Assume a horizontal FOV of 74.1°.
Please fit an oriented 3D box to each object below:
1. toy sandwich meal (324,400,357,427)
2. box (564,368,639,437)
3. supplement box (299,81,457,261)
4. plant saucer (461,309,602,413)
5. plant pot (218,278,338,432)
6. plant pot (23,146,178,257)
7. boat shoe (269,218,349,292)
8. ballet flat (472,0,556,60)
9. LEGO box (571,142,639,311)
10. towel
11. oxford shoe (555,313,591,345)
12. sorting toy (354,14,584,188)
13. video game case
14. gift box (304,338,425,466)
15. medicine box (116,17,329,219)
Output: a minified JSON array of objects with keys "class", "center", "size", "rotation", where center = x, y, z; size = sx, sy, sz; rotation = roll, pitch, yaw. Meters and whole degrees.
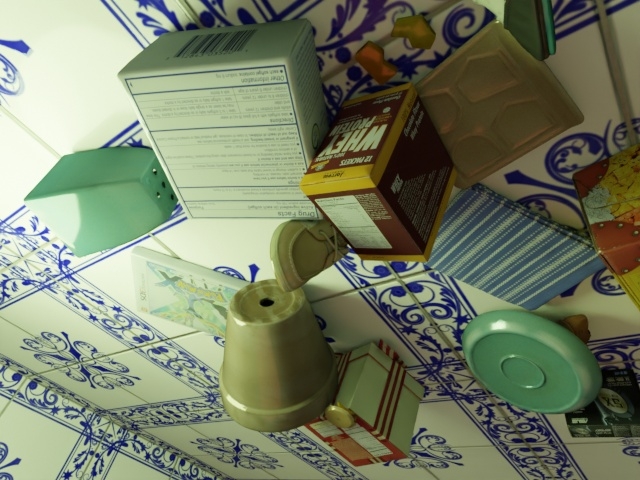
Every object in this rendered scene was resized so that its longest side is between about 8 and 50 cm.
[{"class":"toy sandwich meal","center":[0.052,0.432,1.050],"size":[0.085,0.029,0.085],"rotation":[12,126,17]},{"class":"box","center":[0.731,0.424,1.102],"size":[0.180,0.147,0.077],"rotation":[-15,130,29]},{"class":"supplement box","center":[0.102,-0.099,0.673],"size":[0.129,0.191,0.194],"rotation":[-1,143,42]},{"class":"plant saucer","center":[0.493,0.308,1.030],"size":[0.317,0.044,0.317],"rotation":[24,135,27]},{"class":"plant pot","center":[-0.121,0.267,1.092],"size":[0.323,0.323,0.280],"rotation":[2,120,13]},{"class":"plant pot","center":[-0.425,-0.093,0.883],"size":[0.234,0.166,0.165],"rotation":[-10,132,15]},{"class":"boat shoe","center":[0.000,0.000,0.775],"size":[0.098,0.302,0.109],"rotation":[-13,102,21]},{"class":"ballet flat","center":[0.214,-0.346,0.490],"size":[0.096,0.095,0.280],"rotation":[-1,122,31]},{"class":"LEGO box","center":[0.709,0.025,0.660],"size":[0.372,0.193,0.500],"rotation":[-29,122,37]},{"class":"towel","center":[0.380,0.024,0.875],"size":[0.336,0.040,0.243],"rotation":[24,138,-7]},{"class":"oxford shoe","center":[0.610,0.248,1.015],"size":[0.076,0.076,0.212],"rotation":[-29,135,-1]},{"class":"sorting toy","center":[0.215,-0.228,0.654],"size":[0.307,0.041,0.229],"rotation":[38,136,-22]},{"class":"video game case","center":[-0.375,0.167,1.226],"size":[0.329,0.036,0.300],"rotation":[18,137,-4]},{"class":"gift box","center":[0.123,0.445,1.219],"size":[0.276,0.258,0.255],"rotation":[47,131,-12]},{"class":"medicine box","center":[-0.129,-0.183,0.711],"size":[0.263,0.149,0.289],"rotation":[1,136,14]}]
